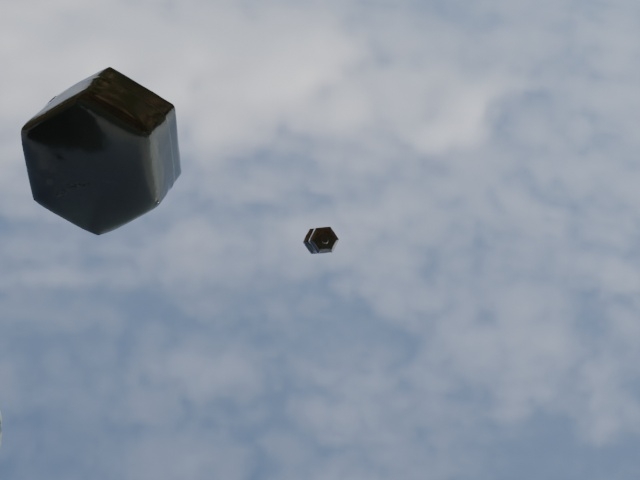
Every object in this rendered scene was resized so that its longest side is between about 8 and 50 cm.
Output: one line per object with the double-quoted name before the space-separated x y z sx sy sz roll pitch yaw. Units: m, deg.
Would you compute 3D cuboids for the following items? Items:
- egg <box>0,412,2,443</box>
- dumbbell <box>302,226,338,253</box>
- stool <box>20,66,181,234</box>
"egg" -0.372 0.176 1.677 0.141 0.141 0.182 4 -141 -5
"dumbbell" 0.000 0.000 2.388 0.040 0.036 0.083 -4 180 -8
"stool" -0.323 -0.133 2.649 0.232 0.232 0.141 13 -152 11
